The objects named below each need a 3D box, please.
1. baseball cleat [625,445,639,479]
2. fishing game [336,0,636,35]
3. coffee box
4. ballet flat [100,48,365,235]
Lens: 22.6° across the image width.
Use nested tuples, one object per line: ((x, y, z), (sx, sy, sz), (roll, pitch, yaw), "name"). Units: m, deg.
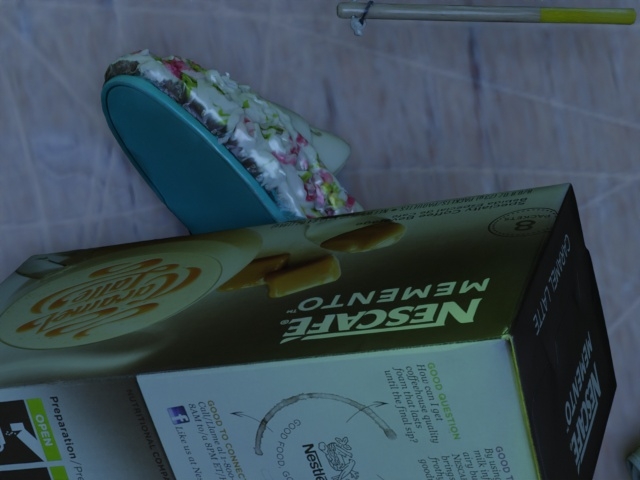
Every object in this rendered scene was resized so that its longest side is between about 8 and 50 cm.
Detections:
((0.199, 0.074, 0.744), (0.109, 0.072, 0.206), (2, 88, 0), "baseball cleat")
((0.079, -0.221, 0.734), (0.189, 0.041, 0.264), (-4, 82, -10), "fishing game")
((-0.022, 0.060, 0.624), (0.246, 0.141, 0.098), (-7, 112, 21), "coffee box")
((0.000, 0.000, 0.723), (0.241, 0.091, 0.077), (50, 55, -10), "ballet flat")
